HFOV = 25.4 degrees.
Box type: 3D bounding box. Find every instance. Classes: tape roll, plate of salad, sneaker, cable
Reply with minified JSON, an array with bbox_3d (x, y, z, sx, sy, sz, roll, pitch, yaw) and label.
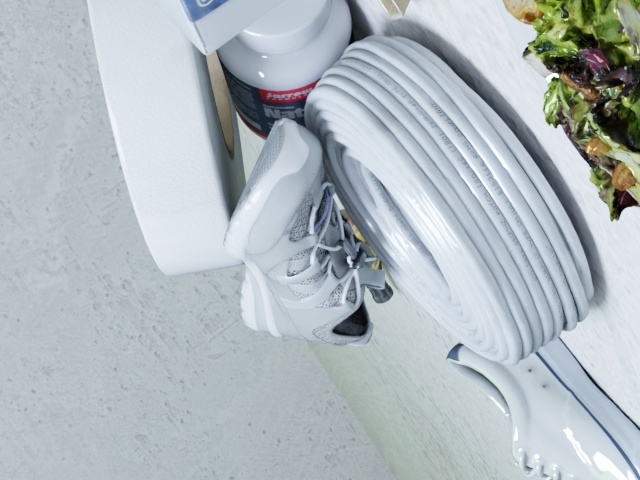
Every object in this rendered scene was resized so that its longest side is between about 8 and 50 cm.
[{"bbox_3d":[-0.124,-0.162,1.177,0.392,0.072,0.392,-10,-90,-88],"label":"tape roll"},{"bbox_3d":[0.132,-0.074,0.681,0.200,0.048,0.200,53,172,11],"label":"plate of salad"},{"bbox_3d":[0.000,0.000,1.097,0.115,0.105,0.281,18,158,11],"label":"sneaker"},{"bbox_3d":[0.086,-0.029,1.013,0.257,0.089,0.257,51,172,24],"label":"cable"},{"bbox_3d":[0.203,0.168,1.165,0.258,0.091,0.094,51,172,25],"label":"sneaker"}]

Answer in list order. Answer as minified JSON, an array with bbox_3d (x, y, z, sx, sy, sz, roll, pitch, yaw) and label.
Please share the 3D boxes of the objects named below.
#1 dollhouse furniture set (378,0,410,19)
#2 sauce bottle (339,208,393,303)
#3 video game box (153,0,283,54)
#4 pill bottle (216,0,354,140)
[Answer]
[{"bbox_3d":[0.005,-0.176,0.888,0.114,0.081,0.091,56,173,-11],"label":"dollhouse furniture set"},{"bbox_3d":[0.049,0.021,1.691,0.128,0.042,0.042,56,173,-30],"label":"sauce bottle"},{"bbox_3d":[-0.001,-0.183,0.487,0.048,0.187,0.205,46,170,27],"label":"video game box"},{"bbox_3d":[-0.027,-0.153,1.100,0.108,0.108,0.180,52,173,17],"label":"pill bottle"}]
